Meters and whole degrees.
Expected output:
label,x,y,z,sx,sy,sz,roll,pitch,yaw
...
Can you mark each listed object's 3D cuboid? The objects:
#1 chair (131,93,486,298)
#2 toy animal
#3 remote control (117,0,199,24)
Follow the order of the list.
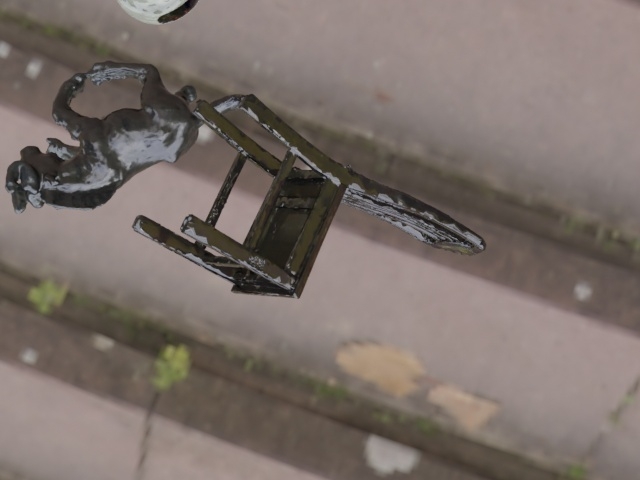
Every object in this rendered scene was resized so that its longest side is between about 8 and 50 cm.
label,x,y,z,sx,sy,sz,roll,pitch,yaw
chair,0.000,0.000,1.192,0.212,0.101,0.084,32,167,-27
toy animal,-0.180,-0.092,1.700,0.233,0.148,0.084,-21,135,-8
remote control,-0.171,-0.271,1.499,0.221,0.078,0.042,56,180,16
